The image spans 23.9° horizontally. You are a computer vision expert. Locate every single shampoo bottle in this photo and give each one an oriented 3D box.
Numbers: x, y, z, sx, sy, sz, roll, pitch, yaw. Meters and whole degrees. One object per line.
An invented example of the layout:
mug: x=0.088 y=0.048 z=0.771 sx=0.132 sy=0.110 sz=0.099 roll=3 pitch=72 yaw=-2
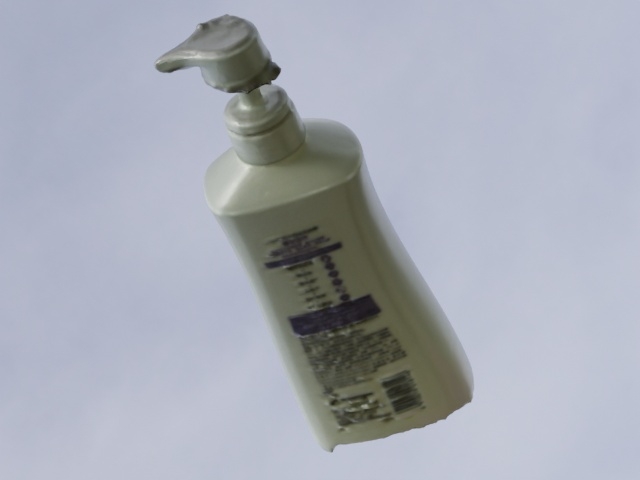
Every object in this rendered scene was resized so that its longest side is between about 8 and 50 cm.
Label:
shampoo bottle: x=0.000 y=0.000 z=0.390 sx=0.049 sy=0.034 sz=0.141 roll=-15 pitch=-48 yaw=11
